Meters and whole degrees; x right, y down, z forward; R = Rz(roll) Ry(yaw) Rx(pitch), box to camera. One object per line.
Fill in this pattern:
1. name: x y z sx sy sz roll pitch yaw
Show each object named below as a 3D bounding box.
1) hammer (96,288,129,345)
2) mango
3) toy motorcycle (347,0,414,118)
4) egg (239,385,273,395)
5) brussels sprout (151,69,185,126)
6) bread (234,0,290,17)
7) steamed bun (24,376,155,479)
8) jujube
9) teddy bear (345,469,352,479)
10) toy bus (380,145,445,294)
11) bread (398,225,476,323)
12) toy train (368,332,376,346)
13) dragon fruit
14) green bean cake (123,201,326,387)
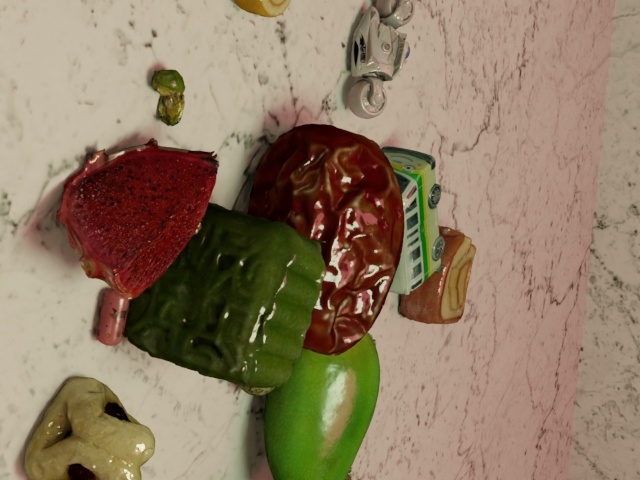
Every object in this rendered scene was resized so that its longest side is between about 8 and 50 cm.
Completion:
1. hammer: -0.301 0.112 1.468 0.043 0.043 0.083 0 102 -58
2. mango: 0.000 0.315 1.866 0.225 0.201 0.382 16 80 -74
3. toy motorcycle: 0.102 -0.352 1.871 0.112 0.112 0.254 27 79 -58
4. egg: -0.106 0.219 1.776 0.085 0.085 0.110 40 67 -56
5. brussels sprout: -0.219 -0.211 1.465 0.051 0.046 0.083 -47 149 -43
6. bread: -0.084 -0.423 1.563 0.122 0.073 0.149 29 80 -63
7. steamed bun: -0.308 0.297 1.427 0.172 0.155 0.141 -62 145 -22
8. jujube: 0.001 -0.001 1.700 0.276 0.276 0.377 15 93 -58
9. teddy bear: -0.032 0.597 2.017 0.296 0.222 0.246 -39 168 26
10. toy bus: 0.156 -0.034 2.035 0.165 0.134 0.276 -43 136 -41
11. bread: 0.265 0.078 2.269 0.190 0.123 0.244 -10 110 -54
12. toy train: 0.055 0.265 2.071 0.176 0.074 0.118 -43 146 -48
13. dragon fruit: -0.266 -0.037 1.397 0.274 0.161 0.126 -52 168 -39
14. green bean cake: -0.143 0.078 1.503 0.156 0.250 0.247 28 79 -58
